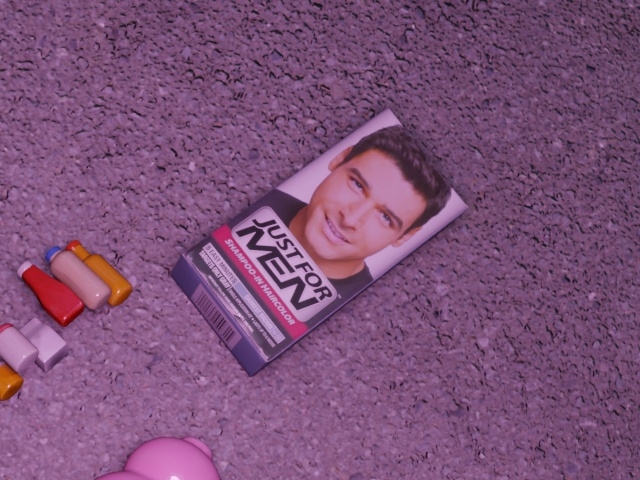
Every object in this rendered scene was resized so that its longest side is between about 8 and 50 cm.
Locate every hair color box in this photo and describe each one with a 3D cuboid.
[{"bbox_3d":[0.000,0.000,1.970,0.374,0.113,0.185,-37,86,-23],"label":"hair color box"}]

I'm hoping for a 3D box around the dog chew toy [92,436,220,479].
[{"bbox_3d":[-0.239,0.380,1.748,0.207,0.206,0.332,37,60,-2],"label":"dog chew toy"}]

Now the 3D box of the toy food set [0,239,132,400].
[{"bbox_3d":[-0.363,0.090,1.847,0.104,0.111,0.232,42,68,13],"label":"toy food set"}]
